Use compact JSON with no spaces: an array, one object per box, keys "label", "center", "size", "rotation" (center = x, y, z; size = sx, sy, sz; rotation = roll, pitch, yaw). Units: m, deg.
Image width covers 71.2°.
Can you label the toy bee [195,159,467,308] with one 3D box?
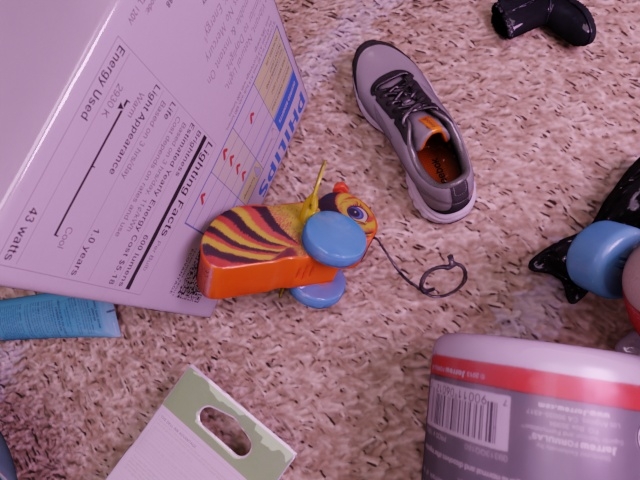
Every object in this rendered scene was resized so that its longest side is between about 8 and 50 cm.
[{"label":"toy bee","center":[0.000,0.000,0.542],"size":[0.195,0.298,0.162],"rotation":[-47,41,30]}]

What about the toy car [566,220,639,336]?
[{"label":"toy car","center":[0.379,0.090,0.382],"size":[0.210,0.219,0.238],"rotation":[-27,112,-7]}]

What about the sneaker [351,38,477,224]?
[{"label":"sneaker","center":[0.122,-0.156,0.570],"size":[0.100,0.108,0.272],"rotation":[-26,74,3]}]

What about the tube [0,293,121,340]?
[{"label":"tube","center":[-0.378,0.103,0.606],"size":[0.207,0.052,0.080],"rotation":[-6,109,5]}]

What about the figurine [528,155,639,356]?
[{"label":"figurine","center":[0.389,0.032,0.508],"size":[0.209,0.092,0.215],"rotation":[-43,76,5]}]

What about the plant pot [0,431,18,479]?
[{"label":"plant pot","center":[-0.501,0.264,0.494],"size":[0.290,0.290,0.195],"rotation":[-45,38,-4]}]

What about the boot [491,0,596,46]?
[{"label":"boot","center":[0.299,-0.300,0.611],"size":[0.099,0.045,0.121],"rotation":[-18,68,1]}]

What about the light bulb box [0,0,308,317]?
[{"label":"light bulb box","center":[-0.207,-0.128,0.476],"size":[0.225,0.361,0.358],"rotation":[21,80,13]}]

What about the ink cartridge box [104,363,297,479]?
[{"label":"ink cartridge box","center":[-0.157,0.293,0.529],"size":[0.171,0.056,0.235],"rotation":[35,82,13]}]

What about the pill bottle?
[{"label":"pill bottle","center":[0.193,0.279,0.406],"size":[0.210,0.210,0.363],"rotation":[6,79,9]}]
